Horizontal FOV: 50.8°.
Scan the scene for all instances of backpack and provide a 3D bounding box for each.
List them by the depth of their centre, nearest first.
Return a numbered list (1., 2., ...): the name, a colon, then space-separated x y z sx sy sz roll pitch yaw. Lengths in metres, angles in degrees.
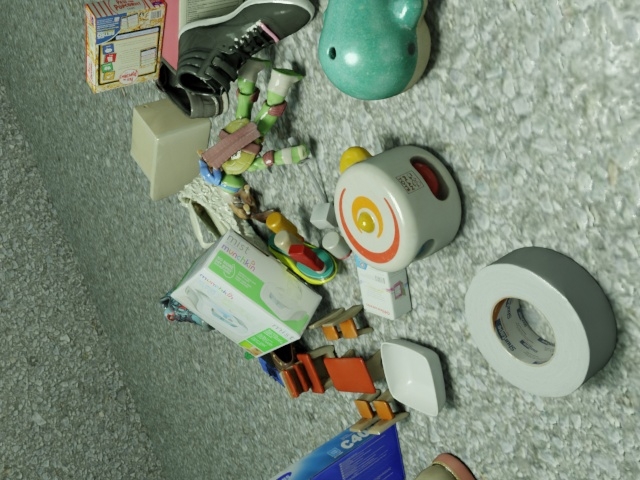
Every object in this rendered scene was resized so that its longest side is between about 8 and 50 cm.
1. backpack: -0.103 0.317 1.741 0.120 0.098 0.101 26 135 44

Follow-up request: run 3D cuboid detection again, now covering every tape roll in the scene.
1. tape roll: 0.325 0.123 1.016 0.219 0.072 0.219 33 136 39

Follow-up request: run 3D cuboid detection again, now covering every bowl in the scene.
1. bowl: 0.188 0.259 1.323 0.142 0.053 0.142 11 121 52

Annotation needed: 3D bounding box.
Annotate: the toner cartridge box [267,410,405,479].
1. toner cartridge box: 0.025 0.532 1.466 0.075 0.348 0.165 15 122 52

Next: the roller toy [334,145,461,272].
1. roller toy: 0.121 -0.053 1.120 0.191 0.146 0.209 19 126 48

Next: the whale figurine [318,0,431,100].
1. whale figurine: 0.061 -0.345 1.014 0.216 0.141 0.271 16 124 51

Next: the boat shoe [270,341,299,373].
1. boat shoe: -0.098 0.255 1.676 0.207 0.073 0.073 -124 16 -49

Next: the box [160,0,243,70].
1. box: -0.251 -0.482 1.363 0.127 0.149 0.232 47 143 29

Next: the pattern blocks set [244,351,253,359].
1. pattern blocks set: -0.246 0.189 1.926 0.285 0.026 0.324 -19 96 58

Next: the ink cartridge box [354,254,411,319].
1. ink cartridge box: 0.121 0.082 1.300 0.089 0.052 0.122 17 123 50

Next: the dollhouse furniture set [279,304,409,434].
1. dollhouse furniture set: 0.035 0.296 1.491 0.259 0.135 0.261 -18 96 58

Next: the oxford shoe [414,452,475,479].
1. oxford shoe: 0.300 0.600 1.319 0.348 0.130 0.123 52 146 19

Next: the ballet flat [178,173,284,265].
1. ballet flat: -0.223 0.013 1.676 0.408 0.147 0.147 54 146 15

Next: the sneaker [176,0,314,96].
1. sneaker: -0.144 -0.345 1.233 0.296 0.105 0.146 -8 65 28

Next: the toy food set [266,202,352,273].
1. toy food set: 0.000 0.000 1.375 0.233 0.111 0.104 -5 151 35

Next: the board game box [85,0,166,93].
1. board game box: -0.391 -0.392 1.349 0.045 0.147 0.193 54 147 21

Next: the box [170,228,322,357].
1. box: -0.169 0.125 1.532 0.262 0.126 0.231 39 147 -13

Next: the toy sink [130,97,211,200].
1. toy sink: -0.389 -0.240 1.726 0.131 0.153 0.234 50 146 22

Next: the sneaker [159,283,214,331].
1. sneaker: -0.416 0.228 2.090 0.262 0.125 0.104 28 138 52

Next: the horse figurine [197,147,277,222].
1. horse figurine: -0.205 -0.124 1.592 0.263 0.066 0.174 47 170 6

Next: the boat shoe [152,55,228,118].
1. boat shoe: -0.349 -0.386 1.619 0.335 0.096 0.112 38 139 35

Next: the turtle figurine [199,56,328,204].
1. turtle figurine: -0.106 -0.224 1.376 0.198 0.275 0.266 -125 47 -58

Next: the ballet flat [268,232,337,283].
1. ballet flat: -0.031 0.049 1.493 0.231 0.077 0.077 31 156 46
